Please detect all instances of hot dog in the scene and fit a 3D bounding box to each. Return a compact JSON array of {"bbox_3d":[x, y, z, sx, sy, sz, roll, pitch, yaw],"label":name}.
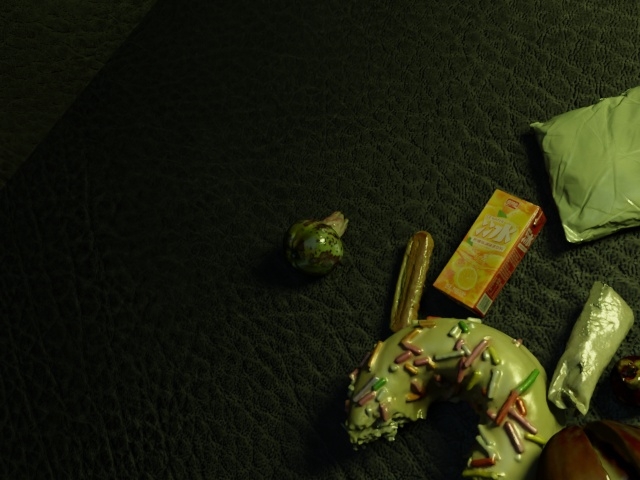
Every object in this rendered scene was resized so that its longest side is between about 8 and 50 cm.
[{"bbox_3d":[0.182,0.086,1.178,0.066,0.047,0.216,-3,67,46],"label":"hot dog"}]

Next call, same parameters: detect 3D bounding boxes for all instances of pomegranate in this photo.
[{"bbox_3d":[-0.008,-0.004,1.286,0.138,0.125,0.163,14,75,48],"label":"pomegranate"}]

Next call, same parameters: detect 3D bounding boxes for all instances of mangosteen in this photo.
[{"bbox_3d":[0.486,0.218,0.911,0.080,0.081,0.081,-13,62,26],"label":"mangosteen"}]

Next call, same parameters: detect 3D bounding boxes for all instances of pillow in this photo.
[{"bbox_3d":[0.540,-0.153,1.050,0.280,0.076,0.275,-18,58,23],"label":"pillow"}]

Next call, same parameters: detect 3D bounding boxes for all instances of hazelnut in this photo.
[{"bbox_3d":[0.417,0.351,0.814,0.251,0.217,0.217,-6,62,-3],"label":"hazelnut"}]

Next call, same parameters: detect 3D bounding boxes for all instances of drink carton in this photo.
[{"bbox_3d":[0.316,0.023,1.109,0.096,0.071,0.223,33,87,39],"label":"drink carton"}]

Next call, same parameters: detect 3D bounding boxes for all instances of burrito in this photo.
[{"bbox_3d":[0.428,0.177,0.944,0.087,0.060,0.226,35,68,3],"label":"burrito"}]

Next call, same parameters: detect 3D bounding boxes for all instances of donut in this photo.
[{"bbox_3d":[0.224,0.276,0.997,0.371,0.150,0.307,23,77,35],"label":"donut"}]
